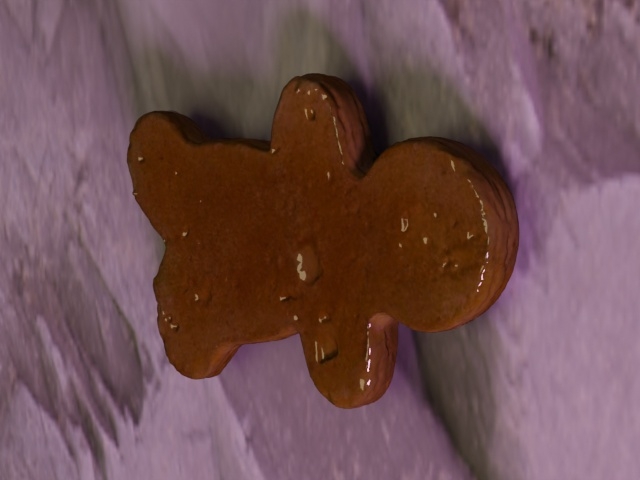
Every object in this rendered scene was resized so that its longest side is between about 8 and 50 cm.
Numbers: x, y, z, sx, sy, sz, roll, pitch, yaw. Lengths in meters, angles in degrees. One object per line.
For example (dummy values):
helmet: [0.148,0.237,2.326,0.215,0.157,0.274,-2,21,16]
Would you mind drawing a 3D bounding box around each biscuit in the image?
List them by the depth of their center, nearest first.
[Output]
biscuit: [0.000,0.000,1.168,0.301,0.049,0.197,-5,96,47]
